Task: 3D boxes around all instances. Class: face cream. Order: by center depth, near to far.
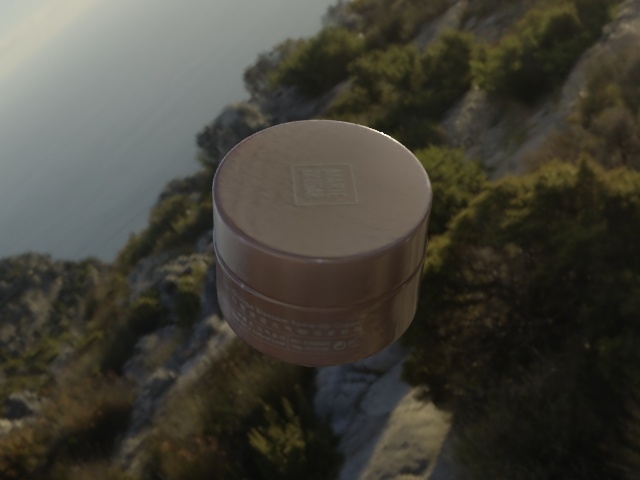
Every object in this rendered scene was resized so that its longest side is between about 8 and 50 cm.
[{"bbox_3d":[0.000,0.000,0.751,0.149,0.104,0.149,1,43,-1],"label":"face cream"}]
